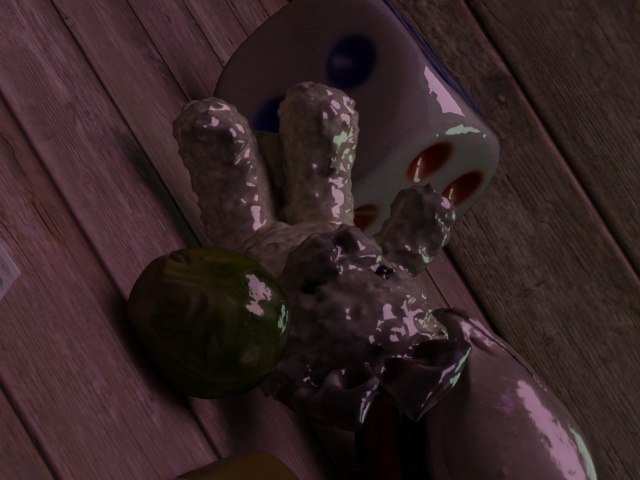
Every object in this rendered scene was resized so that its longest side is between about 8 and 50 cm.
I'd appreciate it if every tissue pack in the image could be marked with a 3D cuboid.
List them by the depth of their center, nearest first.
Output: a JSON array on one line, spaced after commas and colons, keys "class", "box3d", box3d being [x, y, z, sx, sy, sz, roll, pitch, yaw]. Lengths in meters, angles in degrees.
[{"class": "tissue pack", "box3d": [-0.266, 0.026, 1.201, 0.056, 0.023, 0.108, 55, 12, -11]}]

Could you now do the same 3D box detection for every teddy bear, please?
[{"class": "teddy bear", "box3d": [0.000, 0.000, 1.637, 0.362, 0.327, 0.375, 165, -84, -77]}]

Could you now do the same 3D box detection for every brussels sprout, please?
[{"class": "brussels sprout", "box3d": [-0.103, 0.076, 1.457, 0.155, 0.155, 0.117, 53, 14, -22]}]

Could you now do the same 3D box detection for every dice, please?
[{"class": "dice", "box3d": [0.048, -0.156, 2.191, 0.304, 0.304, 0.277, 58, 12, 31]}]

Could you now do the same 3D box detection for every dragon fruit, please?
[{"class": "dragon fruit", "box3d": [0.094, 0.259, 1.824, 0.343, 0.100, 0.282, 64, 18, -52]}]

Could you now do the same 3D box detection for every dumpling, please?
[{"class": "dumpling", "box3d": [0.199, 0.252, 1.752, 0.341, 0.181, 0.260, 41, -16, 5]}]

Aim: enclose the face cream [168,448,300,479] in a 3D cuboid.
[{"class": "face cream", "box3d": [-0.068, 0.252, 1.312, 0.139, 0.067, 0.285, 57, 12, 9]}]
